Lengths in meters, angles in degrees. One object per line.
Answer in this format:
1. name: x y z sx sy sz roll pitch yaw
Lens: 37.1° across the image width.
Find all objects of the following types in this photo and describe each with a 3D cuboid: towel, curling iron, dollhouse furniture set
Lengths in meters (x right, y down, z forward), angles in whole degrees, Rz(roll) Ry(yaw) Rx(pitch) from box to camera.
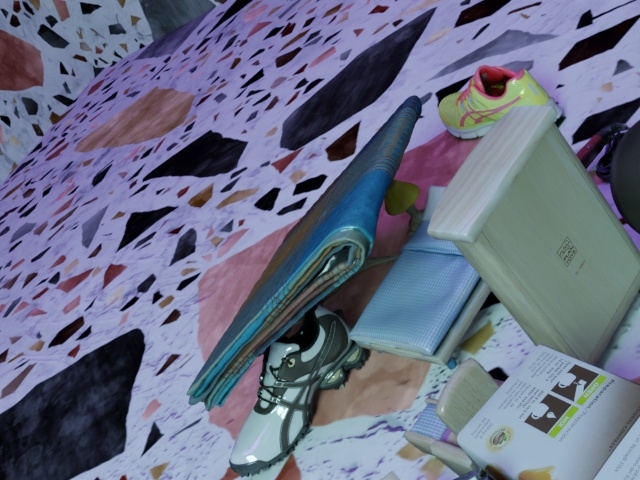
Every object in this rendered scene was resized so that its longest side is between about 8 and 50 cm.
1. towel: 0.000 0.000 1.029 0.271 0.040 0.370 -47 7 30
2. curling iron: 0.242 -0.033 1.017 0.274 0.035 0.068 -41 26 -8
3. dollhouse furniture set: 0.088 0.033 0.879 0.303 0.198 0.286 7 55 54

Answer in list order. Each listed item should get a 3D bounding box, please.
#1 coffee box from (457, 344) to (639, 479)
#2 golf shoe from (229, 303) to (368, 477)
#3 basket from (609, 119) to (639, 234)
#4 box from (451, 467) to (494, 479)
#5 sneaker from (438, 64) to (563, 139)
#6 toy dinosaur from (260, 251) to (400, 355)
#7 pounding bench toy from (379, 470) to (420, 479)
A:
1. coffee box: 0.216 0.174 0.586 0.098 0.141 0.246 -44 26 -13
2. golf shoe: -0.042 0.153 1.004 0.198 0.094 0.077 -50 30 -22
3. basket: 0.323 -0.054 0.751 0.204 0.154 0.227 3 2 2
4. box: 0.026 0.326 0.538 0.293 0.073 0.296 -29 50 13
5. sneaker: 0.219 -0.189 1.239 0.081 0.094 0.208 -49 26 -19
6. toy dinosaur: -0.019 0.088 1.125 0.268 0.064 0.118 -28 20 12
7. pounding bench toy: 0.080 0.224 0.741 0.052 0.083 0.065 -42 25 -11
